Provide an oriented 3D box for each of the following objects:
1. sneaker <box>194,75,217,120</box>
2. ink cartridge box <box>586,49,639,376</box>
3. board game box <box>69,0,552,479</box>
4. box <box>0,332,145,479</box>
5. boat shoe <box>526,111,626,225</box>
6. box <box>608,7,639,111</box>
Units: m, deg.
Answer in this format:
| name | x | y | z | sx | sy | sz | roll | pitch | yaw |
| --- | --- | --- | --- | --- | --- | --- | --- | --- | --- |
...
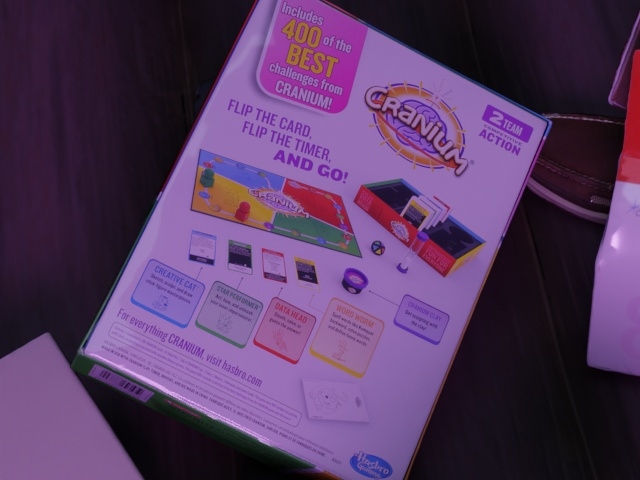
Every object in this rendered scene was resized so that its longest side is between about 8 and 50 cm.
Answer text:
| name | x | y | z | sx | sy | sz | roll | pitch | yaw |
| --- | --- | --- | --- | --- | --- | --- | --- | --- | --- |
| sneaker | -0.042 | -0.025 | 1.185 | 0.106 | 0.101 | 0.267 | -5 | 57 | 2 |
| ink cartridge box | 0.286 | -0.001 | 1.040 | 0.189 | 0.232 | 0.066 | 10 | 38 | 16 |
| board game box | 0.000 | 0.000 | 1.096 | 0.242 | 0.064 | 0.316 | 28 | 70 | -7 |
| box | -0.151 | 0.203 | 1.046 | 0.094 | 0.113 | 0.275 | -31 | 59 | -12 |
| boat shoe | 0.269 | -0.059 | 1.158 | 0.257 | 0.095 | 0.095 | 16 | 61 | 19 |
| box | 0.420 | -0.104 | 1.078 | 0.381 | 0.143 | 0.191 | 27 | 32 | 17 |
